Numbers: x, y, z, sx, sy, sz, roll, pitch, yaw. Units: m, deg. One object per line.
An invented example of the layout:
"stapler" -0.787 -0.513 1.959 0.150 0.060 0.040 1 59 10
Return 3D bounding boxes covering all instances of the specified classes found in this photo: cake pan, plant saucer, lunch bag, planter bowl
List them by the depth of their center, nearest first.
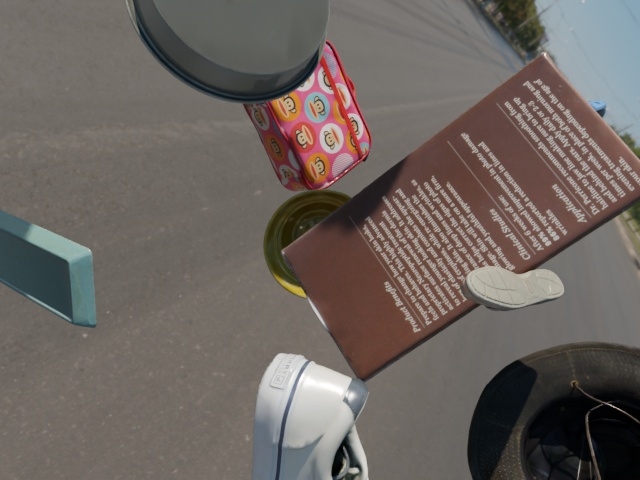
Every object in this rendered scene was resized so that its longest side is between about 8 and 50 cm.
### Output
"plant saucer" -0.254 0.015 0.443 0.018 0.192 0.067 -23 124 -53
"cake pan" -0.112 -0.336 0.712 0.293 0.054 0.293 4 81 -25
"planter bowl" 0.000 0.000 1.024 0.217 0.217 0.090 50 8 -13
"lunch bag" -0.014 -0.275 1.149 0.258 0.120 0.293 -39 115 -28

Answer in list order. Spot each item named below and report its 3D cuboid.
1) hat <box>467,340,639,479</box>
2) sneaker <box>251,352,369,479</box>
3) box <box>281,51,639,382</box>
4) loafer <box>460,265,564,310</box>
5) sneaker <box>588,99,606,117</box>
"hat" 0.382 0.302 0.743 0.134 0.331 0.331 45 23 -62
"sneaker" -0.008 0.218 0.461 0.094 0.091 0.258 -51 150 -52
"box" 0.164 -0.014 0.640 0.191 0.381 0.143 58 13 15
"loafer" 0.187 0.053 0.524 0.125 0.039 0.045 1 58 -27
"sneaker" 0.368 -0.147 0.773 0.188 0.067 0.078 77 5 -76
